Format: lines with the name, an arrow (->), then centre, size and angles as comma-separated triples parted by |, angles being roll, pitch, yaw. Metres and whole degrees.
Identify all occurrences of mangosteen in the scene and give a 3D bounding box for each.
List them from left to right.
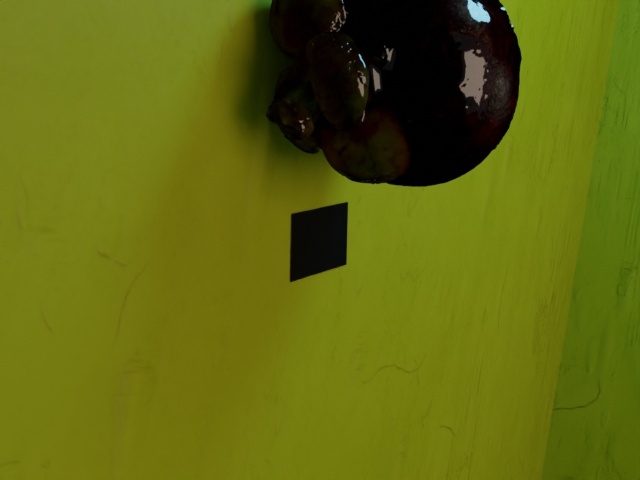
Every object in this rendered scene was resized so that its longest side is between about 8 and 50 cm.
mangosteen -> 0.113, -0.277, 1.396 | 0.381, 0.420, 0.381 | 176, -90, -85

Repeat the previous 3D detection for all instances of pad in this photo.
pad -> 0.000, 0.000, 1.585 | 0.190, 0.004, 0.127 | -14, 110, -54
